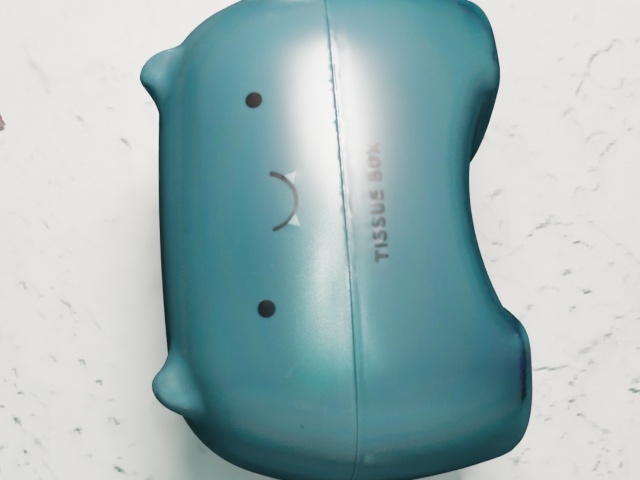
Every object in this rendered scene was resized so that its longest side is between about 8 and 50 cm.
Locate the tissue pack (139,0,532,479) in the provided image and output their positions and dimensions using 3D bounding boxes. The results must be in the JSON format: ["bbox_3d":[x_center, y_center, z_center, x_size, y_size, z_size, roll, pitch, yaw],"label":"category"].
[{"bbox_3d":[0.000,0.000,0.736,0.206,0.198,0.287,-1,78,-7],"label":"tissue pack"}]

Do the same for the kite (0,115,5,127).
[{"bbox_3d":[-0.278,-0.087,0.827,0.139,0.011,0.157,11,75,-1],"label":"kite"}]
